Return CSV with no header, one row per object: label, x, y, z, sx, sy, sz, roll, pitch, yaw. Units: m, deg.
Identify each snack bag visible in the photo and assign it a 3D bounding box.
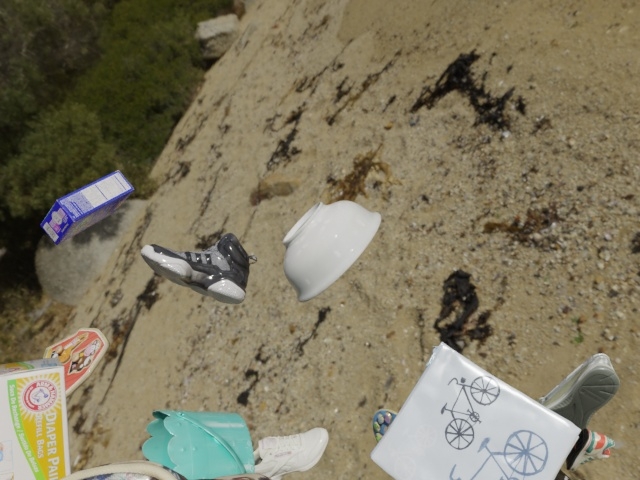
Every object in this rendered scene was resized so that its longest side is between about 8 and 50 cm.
snack bag,0.316,0.441,1.115,0.323,0.342,0.037,-56,-23,-7

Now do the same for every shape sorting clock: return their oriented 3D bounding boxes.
shape sorting clock,0.227,0.592,1.536,0.040,0.206,0.206,-27,1,-33

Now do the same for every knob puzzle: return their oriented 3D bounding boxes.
knob puzzle,-0.550,0.262,1.144,0.213,0.030,0.213,-20,40,17

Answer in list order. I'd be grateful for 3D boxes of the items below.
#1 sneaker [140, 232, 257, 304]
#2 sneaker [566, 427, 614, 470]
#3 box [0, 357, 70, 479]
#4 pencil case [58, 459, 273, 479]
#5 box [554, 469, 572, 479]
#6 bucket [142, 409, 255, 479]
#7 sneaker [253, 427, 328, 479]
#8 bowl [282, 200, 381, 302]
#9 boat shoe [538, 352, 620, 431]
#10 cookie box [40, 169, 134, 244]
sneaker,-0.288,0.041,1.273,0.101,0.268,0.153,-44,23,62
sneaker,0.635,0.505,1.230,0.057,0.075,0.161,-66,-17,-46
box,-0.396,0.269,0.698,0.114,0.103,0.203,-12,82,60
pencil case,-0.129,0.330,0.558,0.410,0.183,0.160,70,-158,-63
box,0.535,0.661,1.270,0.180,0.077,0.147,-56,-21,22
bucket,-0.266,0.499,1.115,0.281,0.183,0.282,-18,70,60
sneaker,-0.116,0.698,1.714,0.305,0.152,0.114,-30,26,0
bowl,0.000,0.000,1.287,0.298,0.134,0.298,-46,9,10
boat shoe,0.687,0.444,1.437,0.321,0.118,0.103,-64,-9,27
cookie box,-0.341,-0.049,0.764,0.091,0.040,0.107,-30,9,44
